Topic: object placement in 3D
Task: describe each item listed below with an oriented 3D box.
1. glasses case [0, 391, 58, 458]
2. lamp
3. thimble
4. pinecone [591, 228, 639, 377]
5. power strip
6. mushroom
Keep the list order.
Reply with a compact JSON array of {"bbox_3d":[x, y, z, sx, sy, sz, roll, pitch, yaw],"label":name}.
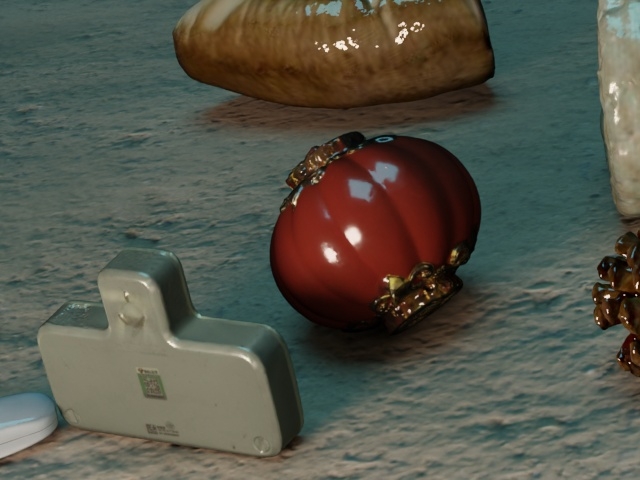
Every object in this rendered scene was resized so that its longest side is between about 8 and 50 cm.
[{"bbox_3d":[-0.342,0.192,1.689,0.178,0.045,0.067,-18,25,-13],"label":"glasses case"},{"bbox_3d":[0.050,-0.013,1.755,0.227,0.227,0.227,-10,25,4],"label":"lamp"},{"bbox_3d":[0.392,-0.174,1.862,0.195,0.291,0.291,-6,25,8],"label":"thimble"},{"bbox_3d":[0.335,0.057,1.556,0.195,0.150,0.179,12,34,42],"label":"pinecone"},{"bbox_3d":[-0.149,0.099,1.628,0.265,0.194,0.059,5,32,31],"label":"power strip"},{"bbox_3d":[0.014,-0.258,2.352,0.397,0.224,0.314,-21,39,-3],"label":"mushroom"}]
